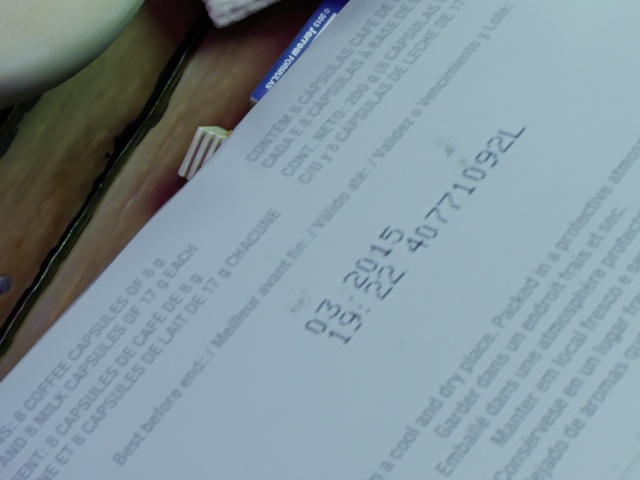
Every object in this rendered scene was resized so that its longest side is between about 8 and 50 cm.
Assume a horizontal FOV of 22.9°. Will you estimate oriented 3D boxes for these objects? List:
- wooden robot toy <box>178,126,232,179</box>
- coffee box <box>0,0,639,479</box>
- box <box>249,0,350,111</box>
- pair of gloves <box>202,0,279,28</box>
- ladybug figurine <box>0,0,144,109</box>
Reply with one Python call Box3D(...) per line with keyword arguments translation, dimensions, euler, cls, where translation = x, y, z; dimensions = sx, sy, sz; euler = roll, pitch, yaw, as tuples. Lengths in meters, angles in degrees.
Box3D(translation=(0.000, 0.000, 0.753), dimensions=(0.173, 0.079, 0.076), euler=(45, 105, 11), cls="wooden robot toy")
Box3D(translation=(0.130, 0.133, 0.532), dimensions=(0.338, 0.334, 0.337), euler=(27, 68, 41), cls="coffee box")
Box3D(translation=(0.093, -0.058, 0.814), dimensions=(0.225, 0.036, 0.136), euler=(33, 72, 9), cls="box")
Box3D(translation=(0.001, -0.245, 0.784), dimensions=(0.204, 0.042, 0.240), euler=(-14, 93, 12), cls="pair of gloves")
Box3D(translation=(-0.266, -0.222, 0.785), dimensions=(0.449, 0.162, 0.305), euler=(41, 74, 10), cls="ladybug figurine")
